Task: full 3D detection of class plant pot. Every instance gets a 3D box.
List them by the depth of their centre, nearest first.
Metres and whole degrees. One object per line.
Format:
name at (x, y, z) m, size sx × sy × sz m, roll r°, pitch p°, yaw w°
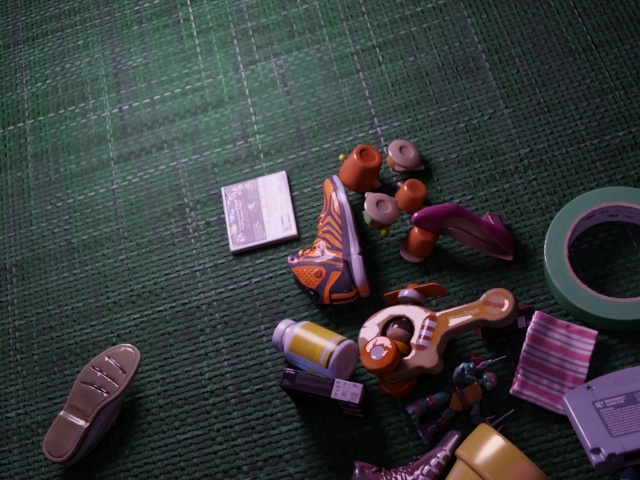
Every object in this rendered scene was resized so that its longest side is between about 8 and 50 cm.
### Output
plant pot at (0.314, 0.515, 1.606) m, size 0.239 × 0.254 × 0.254 m, roll -43°, pitch 62°, yaw -7°

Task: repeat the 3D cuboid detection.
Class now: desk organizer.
desk organizer at (0.399, 0.175, 1.870) m, size 0.130 × 0.050 × 0.047 m, roll -12°, pitch 94°, yaw -10°

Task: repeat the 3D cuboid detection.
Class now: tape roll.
tape roll at (0.651, 0.038, 1.868) m, size 0.321 × 0.077 × 0.321 m, roll -6°, pitch 63°, yaw 11°

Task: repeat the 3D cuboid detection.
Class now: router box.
router box at (0.014, 0.329, 1.835) m, size 0.178 × 0.133 × 0.046 m, roll 10°, pitch 67°, yaw 17°

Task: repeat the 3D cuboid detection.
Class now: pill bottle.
pill bottle at (-0.014, 0.240, 1.897) m, size 0.184 × 0.103 × 0.103 m, roll 21°, pitch 70°, yaw 34°

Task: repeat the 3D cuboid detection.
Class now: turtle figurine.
turtle figurine at (0.299, 0.332, 1.783) m, size 0.234 × 0.118 × 0.175 m, roll -29°, pitch 102°, yaw -1°

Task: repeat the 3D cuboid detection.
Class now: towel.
towel at (0.492, 0.258, 1.802) m, size 0.144 × 0.029 × 0.197 m, roll 19°, pitch 70°, yaw 9°

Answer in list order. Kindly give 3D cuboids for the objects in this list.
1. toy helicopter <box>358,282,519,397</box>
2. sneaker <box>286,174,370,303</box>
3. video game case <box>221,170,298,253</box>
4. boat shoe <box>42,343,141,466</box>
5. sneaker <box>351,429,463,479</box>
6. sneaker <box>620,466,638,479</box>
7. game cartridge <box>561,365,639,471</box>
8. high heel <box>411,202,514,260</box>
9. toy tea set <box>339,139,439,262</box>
toy helicopter at (0.247, 0.173, 1.838) m, size 0.354 × 0.140 × 0.235 m, roll -20°, pitch 48°, yaw 16°
sneaker at (0.000, 0.000, 2.011) m, size 0.180 × 0.125 × 0.321 m, roll -13°, pitch 61°, yaw 5°
video game case at (-0.153, -0.071, 2.142) m, size 0.173 × 0.022 × 0.191 m, roll -14°, pitch 62°, yaw 5°
boat shoe at (-0.511, 0.372, 1.952) m, size 0.113 × 0.103 × 0.302 m, roll 30°, pitch 73°, yaw 19°
sneaker at (0.153, 0.455, 1.695) m, size 0.162 × 0.106 × 0.281 m, roll 29°, pitch 58°, yaw 26°
sneaker at (0.617, 0.517, 1.612) m, size 0.295 × 0.124 × 0.179 m, roll -5°, pitch 72°, yaw 12°
game cartridge at (0.643, 0.336, 1.685) m, size 0.297 × 0.062 × 0.198 m, roll -13°, pitch 33°, yaw -1°
high heel at (0.323, -0.011, 1.922) m, size 0.244 × 0.082 × 0.117 m, roll 8°, pitch 48°, yaw -27°
toy tea set at (0.162, -0.088, 2.048) m, size 0.199 × 0.124 × 0.336 m, roll 1°, pitch 56°, yaw -20°
